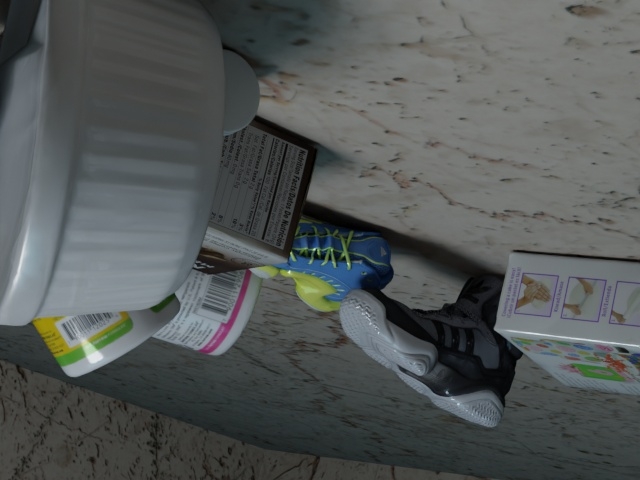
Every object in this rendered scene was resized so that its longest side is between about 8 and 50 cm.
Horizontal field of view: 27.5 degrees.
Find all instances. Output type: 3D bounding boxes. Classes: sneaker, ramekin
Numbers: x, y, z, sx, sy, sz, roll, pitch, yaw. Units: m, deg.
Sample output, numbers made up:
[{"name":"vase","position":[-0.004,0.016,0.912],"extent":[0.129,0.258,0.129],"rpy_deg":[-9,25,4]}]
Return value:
[{"name":"sneaker","position":[0.000,0.000,1.413],"extent":[0.126,0.091,0.240],"rpy_deg":[-15,153,25]},{"name":"ramekin","position":[-0.158,-0.072,0.933],"extent":[0.127,0.272,0.273],"rpy_deg":[6,169,-21]},{"name":"sneaker","position":[0.138,0.089,1.465],"extent":[0.268,0.153,0.101],"rpy_deg":[40,164,-35]}]

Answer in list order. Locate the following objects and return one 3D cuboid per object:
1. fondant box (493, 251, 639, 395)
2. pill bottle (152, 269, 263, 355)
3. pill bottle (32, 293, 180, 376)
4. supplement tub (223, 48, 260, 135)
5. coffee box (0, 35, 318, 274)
[{"name":"fondant box","position":[0.382,0.103,1.383],"extent":[0.330,0.096,0.238],"rpy_deg":[4,162,31]},{"name":"pill bottle","position":[-0.219,0.016,1.476],"extent":[0.283,0.160,0.160],"rpy_deg":[20,164,-20]},{"name":"pill bottle","position":[-0.258,0.000,1.309],"extent":[0.245,0.136,0.136],"rpy_deg":[59,153,-8]},{"name":"supplement tub","position":[-0.106,-0.114,1.073],"extent":[0.071,0.071,0.107],"rpy_deg":[23,163,-32]},{"name":"coffee box","position":[-0.176,-0.073,1.190],"extent":[0.297,0.118,0.168],"rpy_deg":[22,163,-29]}]
